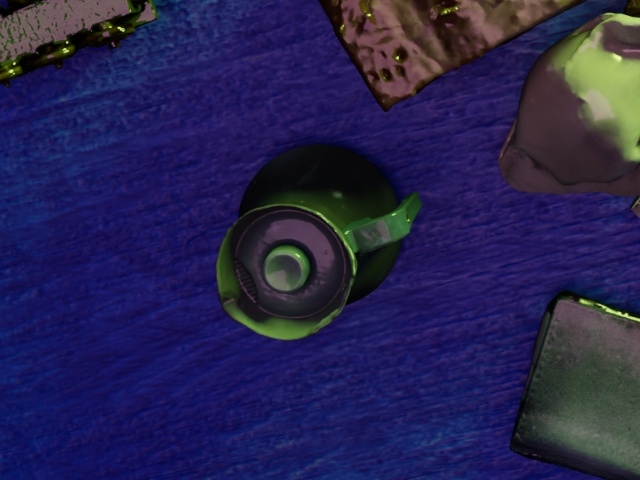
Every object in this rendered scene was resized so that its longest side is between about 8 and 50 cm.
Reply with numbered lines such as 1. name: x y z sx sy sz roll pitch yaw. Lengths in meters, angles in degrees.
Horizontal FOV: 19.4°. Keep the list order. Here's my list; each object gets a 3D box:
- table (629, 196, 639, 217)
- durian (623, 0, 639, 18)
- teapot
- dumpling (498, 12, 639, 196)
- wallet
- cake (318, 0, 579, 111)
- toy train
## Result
1. table: 0.412 -0.051 1.833 0.146 0.062 0.175 37 103 1
2. durian: 0.410 -0.260 1.753 0.249 0.138 0.183 -40 85 10
3. teapot: 0.000 0.000 1.833 0.203 0.225 0.171 -21 99 14
4. dumpling: 0.271 -0.121 1.796 0.162 0.132 0.250 27 136 -6
5. wallet: 0.391 0.186 1.896 0.379 0.046 0.191 16 106 6
6. cake: 0.149 -0.273 1.746 0.293 0.196 0.199 -26 91 23
7. toy train: -0.268 -0.216 1.881 0.225 0.137 0.090 -19 95 10
